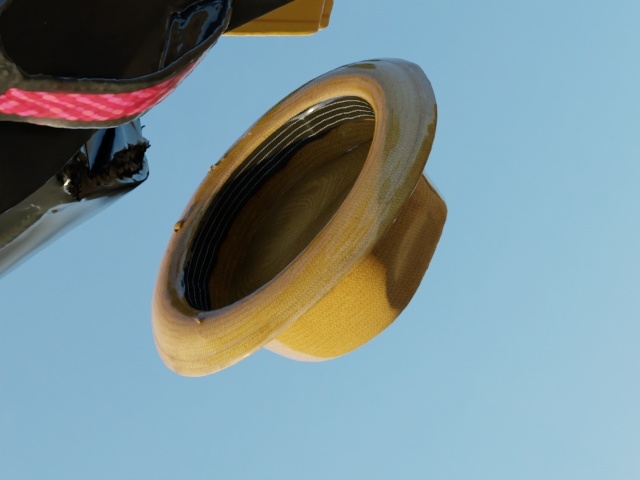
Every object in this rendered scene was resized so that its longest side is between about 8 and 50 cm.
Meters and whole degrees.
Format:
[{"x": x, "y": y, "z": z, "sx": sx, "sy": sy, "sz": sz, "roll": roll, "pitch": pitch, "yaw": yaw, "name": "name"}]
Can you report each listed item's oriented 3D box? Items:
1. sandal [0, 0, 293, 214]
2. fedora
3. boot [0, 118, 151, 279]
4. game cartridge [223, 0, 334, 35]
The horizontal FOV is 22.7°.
[{"x": -0.050, "y": -0.060, "z": 0.379, "sx": 0.179, "sy": 0.040, "sz": 0.067, "roll": -34, "pitch": -73, "yaw": -15, "name": "sandal"}, {"x": 0.000, "y": 0.000, "z": 0.800, "sx": 0.079, "sy": 0.194, "sz": 0.194, "roll": 38, "pitch": -102, "yaw": -30, "name": "fedora"}, {"x": -0.209, "y": -0.018, "z": 0.663, "sx": 0.207, "sy": 0.094, "sz": 0.246, "roll": -40, "pitch": -28, "yaw": 21, "name": "boot"}, {"x": -0.187, "y": -0.199, "z": 1.072, "sx": 0.285, "sy": 0.324, "sz": 0.052, "roll": -8, "pitch": -61, "yaw": -46, "name": "game cartridge"}]
